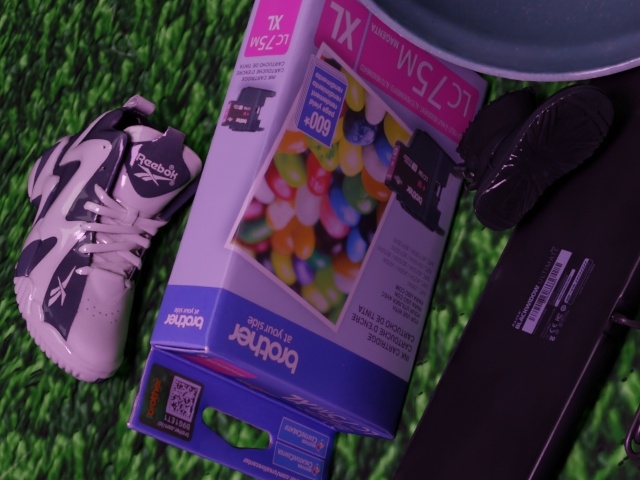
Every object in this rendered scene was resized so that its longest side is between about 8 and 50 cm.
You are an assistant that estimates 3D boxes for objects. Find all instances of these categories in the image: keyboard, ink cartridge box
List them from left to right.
[{"bbox_3d":[0.000,0.000,1.142,0.065,0.186,0.311,5,72,45],"label":"ink cartridge box"},{"bbox_3d":[0.168,0.045,1.066,0.201,0.033,0.317,22,85,56],"label":"keyboard"}]

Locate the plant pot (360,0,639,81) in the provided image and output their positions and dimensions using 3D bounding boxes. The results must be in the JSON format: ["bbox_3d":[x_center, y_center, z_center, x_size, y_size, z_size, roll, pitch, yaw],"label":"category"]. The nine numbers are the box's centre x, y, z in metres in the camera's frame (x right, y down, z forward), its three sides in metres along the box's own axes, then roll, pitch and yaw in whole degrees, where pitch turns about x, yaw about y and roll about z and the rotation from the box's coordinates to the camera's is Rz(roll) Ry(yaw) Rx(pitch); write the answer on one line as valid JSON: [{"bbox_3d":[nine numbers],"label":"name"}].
[{"bbox_3d":[0.148,-0.273,1.112,0.293,0.293,0.196,-31,20,29],"label":"plant pot"}]

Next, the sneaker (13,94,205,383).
[{"bbox_3d":[-0.155,-0.016,1.378,0.153,0.094,0.235,-42,33,33],"label":"sneaker"}]

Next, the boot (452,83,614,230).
[{"bbox_3d":[0.133,-0.069,1.135,0.121,0.045,0.099,-50,18,23],"label":"boot"}]
